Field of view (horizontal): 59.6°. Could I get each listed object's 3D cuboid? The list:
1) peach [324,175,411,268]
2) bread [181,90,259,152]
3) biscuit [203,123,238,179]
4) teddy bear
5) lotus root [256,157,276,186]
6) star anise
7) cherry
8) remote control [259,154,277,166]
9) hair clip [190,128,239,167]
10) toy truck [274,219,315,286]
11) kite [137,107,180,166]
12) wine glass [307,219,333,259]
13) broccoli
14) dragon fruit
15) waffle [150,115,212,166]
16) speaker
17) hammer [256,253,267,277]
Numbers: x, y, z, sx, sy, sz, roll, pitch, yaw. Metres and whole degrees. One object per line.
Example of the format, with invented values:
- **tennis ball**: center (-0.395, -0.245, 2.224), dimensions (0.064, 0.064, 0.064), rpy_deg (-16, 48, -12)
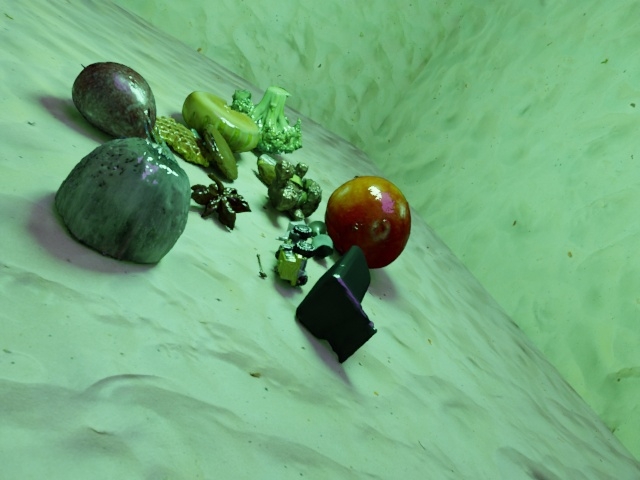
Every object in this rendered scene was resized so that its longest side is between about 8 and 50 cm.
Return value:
- **peach**: center (0.177, -0.067, 2.135), dimensions (0.370, 0.370, 0.370), rpy_deg (34, 19, -13)
- **bread**: center (-0.407, -0.465, 2.255), dimensions (0.333, 0.160, 0.333), rpy_deg (31, 19, -12)
- **biscuit**: center (-0.366, -0.321, 2.052), dimensions (0.225, 0.042, 0.226), rpy_deg (62, 7, -13)
- **teddy bear**: center (-0.077, -0.178, 2.105), dimensions (0.223, 0.246, 0.296), rpy_deg (0, -7, -16)
- **lotus root**: center (-0.196, -0.267, 2.295), dimensions (0.191, 0.094, 0.108), rpy_deg (32, -6, 10)
- **star anise**: center (-0.311, -0.126, 1.730), dimensions (0.196, 0.111, 0.212), rpy_deg (45, 11, -1)
- **cherry**: center (-0.619, -0.422, 1.707), dimensions (0.300, 0.203, 0.230), rpy_deg (53, 18, 2)
- **remote control**: center (-0.172, -0.294, 2.456), dimensions (0.230, 0.049, 0.090), rpy_deg (38, 19, -2)
- **hair clip**: center (-0.413, -0.346, 2.152), dimensions (0.229, 0.036, 0.066), rpy_deg (39, 23, -19)
- **toy truck**: center (-0.086, 0.030, 1.723), dimensions (0.111, 0.136, 0.285), rpy_deg (11, 24, -11)
- **kite**: center (-0.481, -0.277, 1.678), dimensions (0.141, 0.015, 0.245), rpy_deg (-59, 132, -65)
- **wine glass**: center (0.000, 0.000, 2.025), dimensions (0.079, 0.079, 0.195), rpy_deg (30, 20, -21)
- **broccoli**: center (-0.264, -0.541, 2.562), dimensions (0.339, 0.317, 0.277), rpy_deg (3, 24, 20)
- **dragon fruit**: center (-0.423, -0.095, 1.260), dimensions (0.283, 0.221, 0.204), rpy_deg (33, 13, -23)
- **waffle**: center (-0.496, -0.353, 1.988), dimensions (0.253, 0.056, 0.249), rpy_deg (41, 18, 5)
- **speaker**: center (0.073, 0.172, 1.622), dimensions (0.184, 0.180, 0.388), rpy_deg (45, 19, -1)
- **hammer**: center (-0.176, 0.071, 1.638), dimensions (0.029, 0.014, 0.123), rpy_deg (38, 13, -29)
